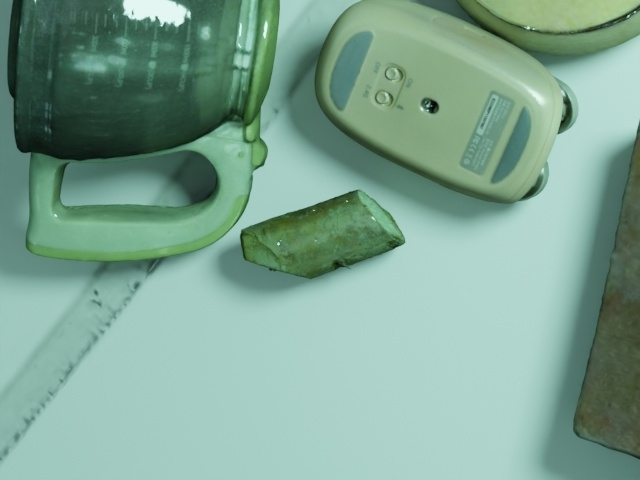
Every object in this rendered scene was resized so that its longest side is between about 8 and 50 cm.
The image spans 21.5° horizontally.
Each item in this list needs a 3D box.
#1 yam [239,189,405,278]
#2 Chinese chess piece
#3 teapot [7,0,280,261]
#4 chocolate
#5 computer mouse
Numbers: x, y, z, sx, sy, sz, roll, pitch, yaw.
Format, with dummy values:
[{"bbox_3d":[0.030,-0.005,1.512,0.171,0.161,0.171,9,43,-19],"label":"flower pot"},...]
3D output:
[{"bbox_3d":[0.000,0.000,1.549,0.146,0.070,0.069,-20,85,5],"label":"yam"},{"bbox_3d":[0.223,-0.291,1.513,0.250,0.103,0.250,0,88,9],"label":"Chinese chess piece"},{"bbox_3d":[-0.157,-0.143,1.500,0.239,0.239,0.321,7,83,-5],"label":"teapot"},{"bbox_3d":[0.306,0.046,1.486,0.112,0.112,0.321,11,89,17],"label":"chocolate"},{"bbox_3d":[0.110,-0.128,1.519,0.236,0.082,0.145,25,113,10],"label":"computer mouse"}]
